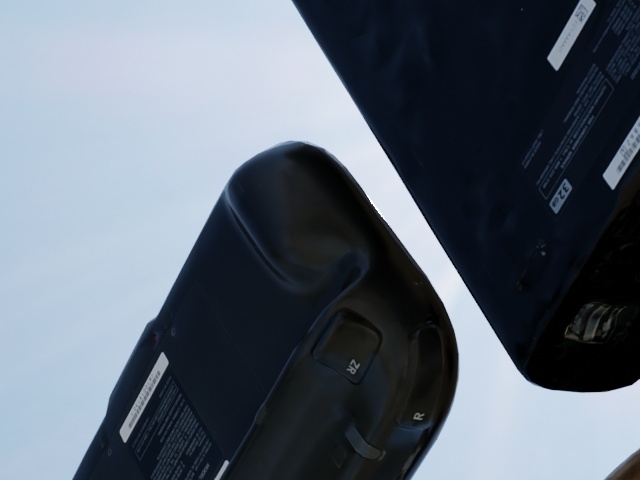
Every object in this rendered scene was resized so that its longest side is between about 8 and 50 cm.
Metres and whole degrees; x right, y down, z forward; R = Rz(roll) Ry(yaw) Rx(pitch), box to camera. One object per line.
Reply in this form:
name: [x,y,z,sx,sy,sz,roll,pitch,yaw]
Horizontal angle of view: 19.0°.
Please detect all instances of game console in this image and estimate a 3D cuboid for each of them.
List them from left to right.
game console: [0.000,0.000,0.521,0.044,0.361,0.213,8,-143,-32]

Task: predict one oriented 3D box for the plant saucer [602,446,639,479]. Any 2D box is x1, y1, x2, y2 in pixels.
plant saucer: [0.175,0.071,0.336,0.310,0.311,0.050,-40,-67,-40]
